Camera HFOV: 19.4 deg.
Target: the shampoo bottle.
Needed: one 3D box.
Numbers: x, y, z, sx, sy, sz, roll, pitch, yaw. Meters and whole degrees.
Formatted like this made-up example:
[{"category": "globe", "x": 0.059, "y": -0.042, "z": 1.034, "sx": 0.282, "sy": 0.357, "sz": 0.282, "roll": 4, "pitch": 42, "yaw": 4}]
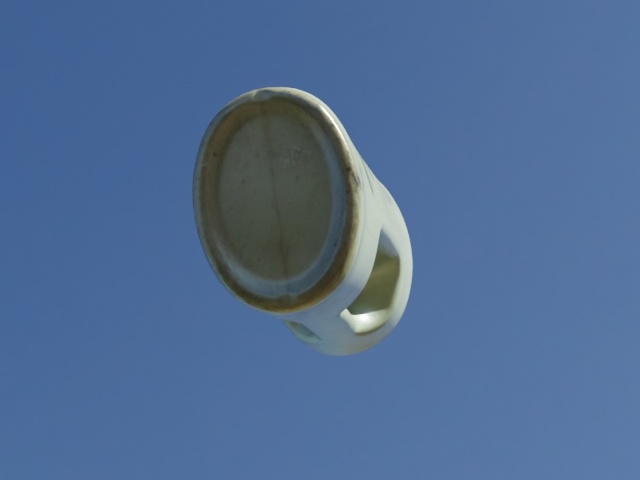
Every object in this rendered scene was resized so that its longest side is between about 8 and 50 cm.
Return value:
[{"category": "shampoo bottle", "x": 0.000, "y": 0.000, "z": 1.036, "sx": 0.087, "sy": 0.118, "sz": 0.234, "roll": -11, "pitch": -13, "yaw": 9}]
